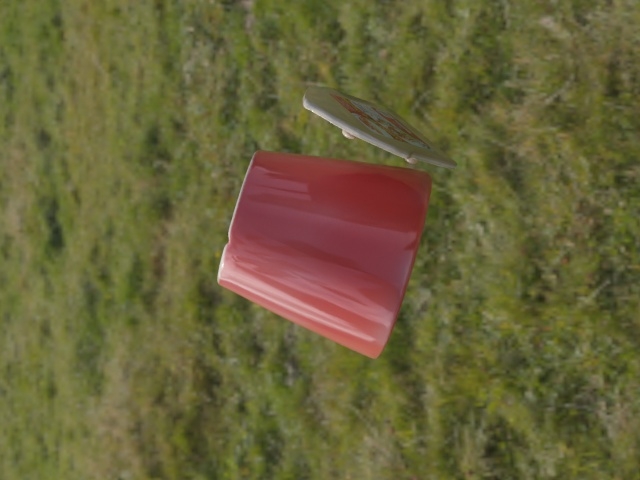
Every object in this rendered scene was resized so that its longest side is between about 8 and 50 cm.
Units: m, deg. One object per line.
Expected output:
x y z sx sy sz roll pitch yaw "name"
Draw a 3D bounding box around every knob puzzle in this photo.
0.054 -0.142 1.395 0.030 0.213 0.213 -63 34 18 "knob puzzle"

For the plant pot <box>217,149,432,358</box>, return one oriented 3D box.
0.000 0.000 1.527 0.275 0.243 0.275 -163 90 -89 "plant pot"
